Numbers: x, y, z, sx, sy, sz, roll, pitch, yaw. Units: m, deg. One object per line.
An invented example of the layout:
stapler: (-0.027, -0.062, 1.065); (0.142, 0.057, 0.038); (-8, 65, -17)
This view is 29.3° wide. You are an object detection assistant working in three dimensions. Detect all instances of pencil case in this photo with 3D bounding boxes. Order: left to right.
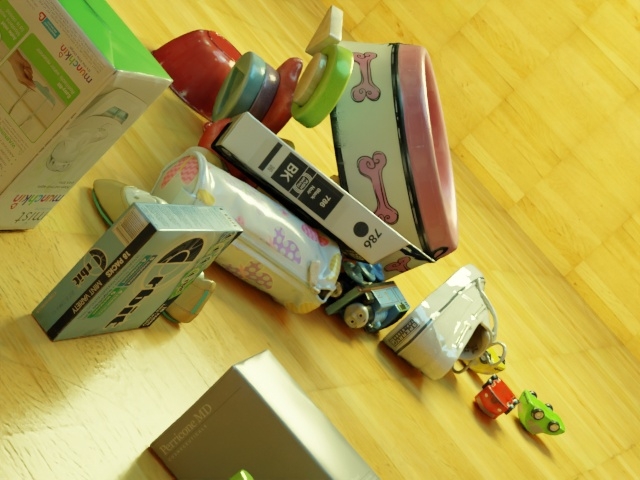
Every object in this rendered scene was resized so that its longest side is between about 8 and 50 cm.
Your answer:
pencil case: (-0.096, -0.005, 1.589); (0.273, 0.113, 0.124); (34, 22, -33)

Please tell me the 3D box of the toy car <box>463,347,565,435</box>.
toy car: (0.324, 0.268, 2.071); (0.225, 0.053, 0.239); (39, 18, -21)

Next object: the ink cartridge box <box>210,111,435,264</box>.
ink cartridge box: (-0.001, -0.052, 1.706); (0.333, 0.065, 0.165); (37, -4, -9)

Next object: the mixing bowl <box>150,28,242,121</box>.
mixing bowl: (-0.189, -0.293, 2.082); (0.181, 0.098, 0.181); (41, 16, -14)

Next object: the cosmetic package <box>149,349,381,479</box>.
cosmetic package: (-0.031, 0.233, 1.156); (0.238, 0.127, 0.107); (46, 16, 7)

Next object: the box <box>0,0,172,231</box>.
box: (-0.326, -0.178, 1.230); (0.262, 0.231, 0.127); (49, 17, 13)

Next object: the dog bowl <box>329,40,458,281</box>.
dog bowl: (0.127, -0.138, 2.006); (0.408, 0.150, 0.408); (-9, 90, -80)

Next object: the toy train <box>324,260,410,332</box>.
toy train: (0.064, 0.086, 1.832); (0.105, 0.080, 0.184); (55, 18, 12)

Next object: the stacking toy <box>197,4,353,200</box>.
stacking toy: (-0.084, -0.233, 1.874); (0.130, 0.279, 0.309); (27, 30, -21)

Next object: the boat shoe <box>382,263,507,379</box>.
boat shoe: (0.228, 0.147, 1.980); (0.156, 0.136, 0.367); (47, 19, 6)

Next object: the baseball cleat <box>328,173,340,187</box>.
baseball cleat: (0.078, -0.045, 2.226); (0.206, 0.072, 0.109); (25, 42, -46)

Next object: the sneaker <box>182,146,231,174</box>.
sneaker: (-0.161, -0.081, 1.710); (0.075, 0.057, 0.161); (32, 23, -55)

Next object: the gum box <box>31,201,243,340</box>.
gum box: (-0.179, 0.029, 1.227); (0.041, 0.157, 0.184); (49, 17, 15)

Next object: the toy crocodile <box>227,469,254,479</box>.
toy crocodile: (0.018, 0.340, 1.044); (0.340, 0.115, 0.105); (48, 11, 0)

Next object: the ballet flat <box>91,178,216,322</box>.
ballet flat: (-0.189, -0.005, 1.433); (0.232, 0.073, 0.080); (54, 18, 28)

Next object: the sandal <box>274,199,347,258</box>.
sandal: (0.006, -0.001, 1.896); (0.240, 0.088, 0.079); (41, 41, -56)
